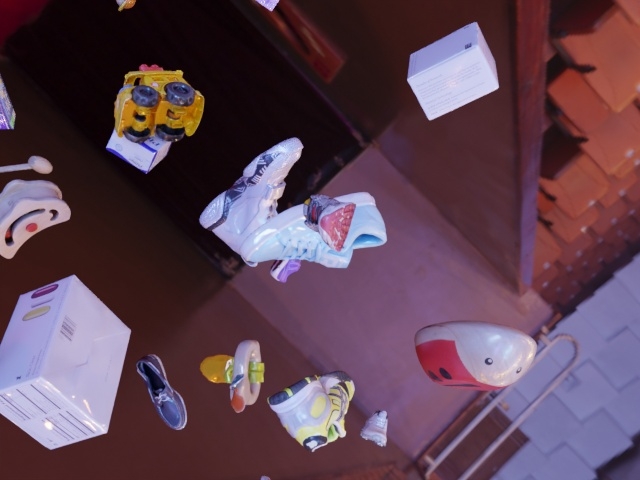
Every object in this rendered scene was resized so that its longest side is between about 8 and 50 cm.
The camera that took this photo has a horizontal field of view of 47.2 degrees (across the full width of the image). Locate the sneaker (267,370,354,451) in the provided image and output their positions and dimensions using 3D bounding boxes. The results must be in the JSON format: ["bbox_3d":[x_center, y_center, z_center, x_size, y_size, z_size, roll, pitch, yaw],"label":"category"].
[{"bbox_3d":[-0.005,0.391,1.671,0.145,0.147,0.384,-30,167,15],"label":"sneaker"}]

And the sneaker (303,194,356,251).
[{"bbox_3d":[0.009,-0.036,1.306,0.225,0.092,0.088,-59,165,-86],"label":"sneaker"}]

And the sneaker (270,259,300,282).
[{"bbox_3d":[-0.080,0.053,2.202,0.170,0.071,0.068,-50,-155,-10],"label":"sneaker"}]

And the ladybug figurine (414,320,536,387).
[{"bbox_3d":[0.427,0.336,2.091,0.449,0.305,0.162,143,-40,-70],"label":"ladybug figurine"}]

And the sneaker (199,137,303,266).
[{"bbox_3d":[-0.135,-0.094,1.912,0.366,0.210,0.137,-40,-177,25],"label":"sneaker"}]

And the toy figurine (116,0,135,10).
[{"bbox_3d":[-0.420,-0.675,1.824,0.209,0.148,0.213,-19,-159,24],"label":"toy figurine"}]

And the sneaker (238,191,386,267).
[{"bbox_3d":[0.000,0.000,1.668,0.366,0.150,0.135,-20,158,-25],"label":"sneaker"}]

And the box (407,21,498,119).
[{"bbox_3d":[0.313,-0.403,1.737,0.182,0.119,0.181,-23,-154,23],"label":"box"}]

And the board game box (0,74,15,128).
[{"bbox_3d":[-0.572,-0.252,1.139,0.201,0.136,0.035,99,-13,-54],"label":"board game box"}]

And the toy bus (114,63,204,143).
[{"bbox_3d":[-0.442,-0.373,1.889,0.220,0.211,0.149,-10,145,-36],"label":"toy bus"}]

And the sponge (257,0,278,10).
[{"bbox_3d":[-0.158,-0.595,1.545,0.117,0.210,0.031,-52,-151,18],"label":"sponge"}]

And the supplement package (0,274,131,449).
[{"bbox_3d":[-0.521,0.243,1.476,0.145,0.204,0.262,-20,-140,16],"label":"supplement package"}]

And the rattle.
[{"bbox_3d":[-0.187,0.262,1.393,0.200,0.142,0.130,-59,163,-68],"label":"rattle"}]

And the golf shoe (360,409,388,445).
[{"bbox_3d":[0.149,0.495,1.958,0.176,0.069,0.086,146,-31,-85],"label":"golf shoe"}]

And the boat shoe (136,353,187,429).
[{"bbox_3d":[-0.405,0.384,1.837,0.075,0.206,0.065,-29,171,10],"label":"boat shoe"}]

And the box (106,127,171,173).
[{"bbox_3d":[-0.477,-0.262,1.948,0.072,0.126,0.137,-56,-175,30],"label":"box"}]

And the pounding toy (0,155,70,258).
[{"bbox_3d":[-0.737,-0.098,1.835,0.269,0.155,0.154,-44,150,13],"label":"pounding toy"}]

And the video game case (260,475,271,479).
[{"bbox_3d":[-0.142,0.718,1.814,0.193,0.023,0.212,-177,-78,-72],"label":"video game case"}]
